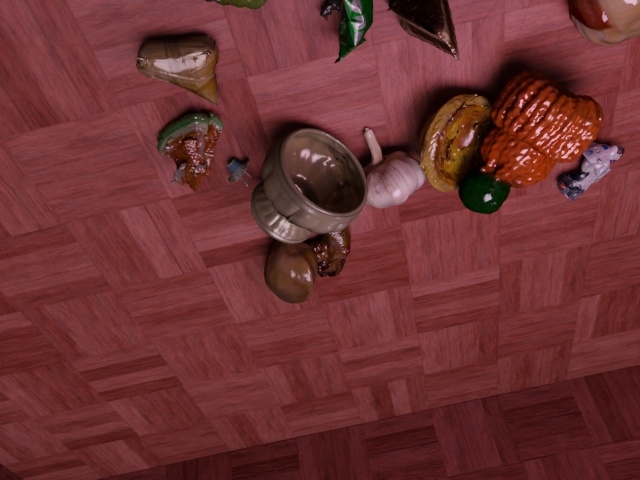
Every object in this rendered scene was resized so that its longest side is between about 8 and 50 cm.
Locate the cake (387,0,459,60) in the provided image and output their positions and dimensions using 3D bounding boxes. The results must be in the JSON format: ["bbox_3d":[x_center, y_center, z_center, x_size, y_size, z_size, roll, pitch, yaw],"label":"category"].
[{"bbox_3d":[0.268,-0.518,1.408,0.135,0.246,0.112,-47,127,10],"label":"cake"}]

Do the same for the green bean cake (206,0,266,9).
[{"bbox_3d":[-0.192,-0.612,1.308,0.200,0.113,0.214,8,134,-14],"label":"green bean cake"}]

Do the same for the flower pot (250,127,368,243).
[{"bbox_3d":[-0.045,-0.136,1.733,0.307,0.307,0.244,19,145,-27],"label":"flower pot"}]

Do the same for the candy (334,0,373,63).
[{"bbox_3d":[0.084,-0.524,1.441,0.078,0.141,0.203,9,139,7],"label":"candy"}]

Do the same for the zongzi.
[{"bbox_3d":[-0.340,-0.401,1.523,0.194,0.099,0.197,-3,144,-7],"label":"zongzi"}]

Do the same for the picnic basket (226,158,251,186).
[{"bbox_3d":[-0.228,-0.195,1.783,0.083,0.065,0.083,-42,107,18],"label":"picnic basket"}]

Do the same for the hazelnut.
[{"bbox_3d":[0.706,-0.587,1.439,0.261,0.241,0.261,1,164,0],"label":"hazelnut"}]

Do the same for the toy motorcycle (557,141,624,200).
[{"bbox_3d":[0.820,-0.218,1.920,0.150,0.102,0.221,10,135,-37],"label":"toy motorcycle"}]

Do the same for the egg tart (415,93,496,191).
[{"bbox_3d":[0.369,-0.277,1.731,0.290,0.115,0.290,-22,130,-29],"label":"egg tart"}]

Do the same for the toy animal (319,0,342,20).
[{"bbox_3d":[0.024,-0.571,1.439,0.065,0.047,0.136,-6,132,-15],"label":"toy animal"}]

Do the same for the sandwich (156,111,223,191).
[{"bbox_3d":[-0.338,-0.239,1.647,0.185,0.160,0.109,-32,152,33],"label":"sandwich"}]

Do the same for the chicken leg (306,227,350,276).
[{"bbox_3d":[0.013,0.001,2.025,0.177,0.083,0.322,16,137,-1],"label":"chicken leg"}]

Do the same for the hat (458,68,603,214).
[{"bbox_3d":[0.557,-0.230,1.665,0.285,0.285,0.400,14,111,-23],"label":"hat"}]

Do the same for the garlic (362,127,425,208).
[{"bbox_3d":[0.181,-0.216,1.769,0.199,0.199,0.226,-22,110,13],"label":"garlic"}]

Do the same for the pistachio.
[{"bbox_3d":[-0.099,0.112,2.029,0.163,0.213,0.260,-14,149,-25],"label":"pistachio"}]
